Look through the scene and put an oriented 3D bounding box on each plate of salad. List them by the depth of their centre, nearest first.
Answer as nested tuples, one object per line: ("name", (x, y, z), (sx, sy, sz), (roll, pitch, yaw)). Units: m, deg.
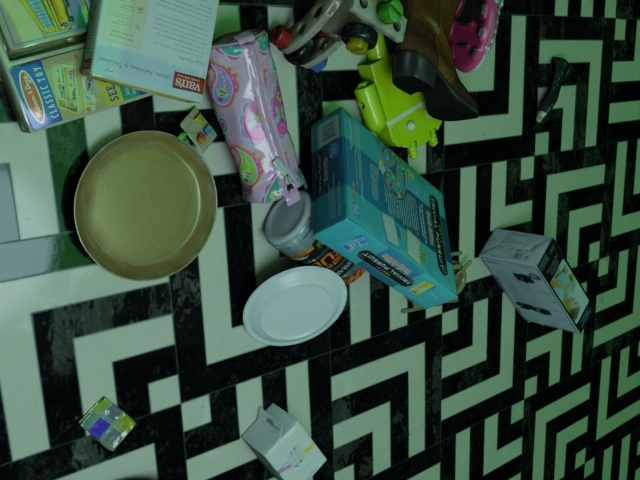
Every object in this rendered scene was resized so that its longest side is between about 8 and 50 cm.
("plate of salad", (-0.048, 0.117, 1.234), (0.199, 0.048, 0.200), (-12, 132, -13))

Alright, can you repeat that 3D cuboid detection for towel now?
("towel", (-0.344, 0.298, 1.091), (0.060, 0.009, 0.083), (-47, 124, -20))

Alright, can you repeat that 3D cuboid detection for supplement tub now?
("supplement tub", (0.000, 0.000, 1.228), (0.190, 0.117, 0.117), (35, 78, -37))

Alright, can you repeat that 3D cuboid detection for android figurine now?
("android figurine", (0.170, -0.299, 1.337), (0.248, 0.056, 0.273), (-33, 116, -29))

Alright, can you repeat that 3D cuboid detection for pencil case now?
("pencil case", (-0.106, -0.196, 1.100), (0.124, 0.124, 0.284), (-28, 115, -30))

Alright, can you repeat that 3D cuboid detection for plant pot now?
("plant pot", (-0.273, -0.054, 1.056), (0.236, 0.032, 0.237), (-9, 104, -37))

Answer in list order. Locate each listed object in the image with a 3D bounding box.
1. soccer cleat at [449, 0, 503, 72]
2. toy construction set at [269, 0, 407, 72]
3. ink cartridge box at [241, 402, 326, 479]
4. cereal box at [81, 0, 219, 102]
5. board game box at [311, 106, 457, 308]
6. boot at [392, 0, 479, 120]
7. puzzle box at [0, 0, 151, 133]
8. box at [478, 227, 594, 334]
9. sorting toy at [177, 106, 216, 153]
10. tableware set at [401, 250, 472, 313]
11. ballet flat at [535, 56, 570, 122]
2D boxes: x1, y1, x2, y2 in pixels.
("soccer cleat", (0.349, -0.514, 1.389), (0.143, 0.116, 0.332), (-5, 102, -37))
("toy construction set", (0.031, -0.434, 1.079), (0.257, 0.237, 0.309), (-52, 126, -17))
("ink cartridge box", (-0.074, 0.388, 1.272), (0.090, 0.092, 0.143), (-44, 122, -22))
("cereal box", (-0.232, -0.330, 0.951), (0.173, 0.047, 0.240), (8, 95, -40))
("board game box", (0.120, -0.052, 1.251), (0.336, 0.079, 0.254), (33, 43, -39))
("boot", (0.237, -0.393, 1.305), (0.264, 0.096, 0.281), (19, 74, -38))
("puzzle box", (-0.347, -0.381, 0.913), (0.272, 0.052, 0.409), (-28, 116, -30))
("box", (0.530, 0.101, 1.638), (0.290, 0.169, 0.087), (48, 68, -33))
("sorting toy", (-0.198, -0.171, 1.074), (0.062, 0.012, 0.083), (56, 36, -26))
("tableware set", (0.266, 0.093, 1.508), (0.194, 0.039, 0.128), (-6, 103, -37))
("ballet flat", (0.559, -0.366, 1.642), (0.049, 0.057, 0.173), (23, 82, 2))
